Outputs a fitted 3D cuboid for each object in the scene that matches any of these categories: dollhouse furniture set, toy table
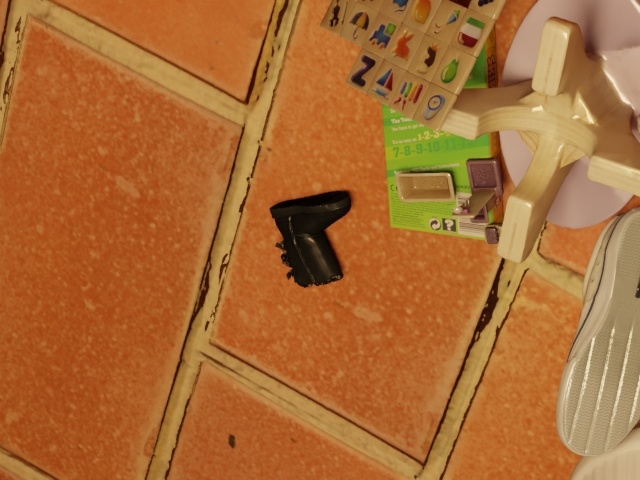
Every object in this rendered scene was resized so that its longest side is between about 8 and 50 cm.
[{"bbox_3d":[0.126,-0.028,1.995,0.114,0.081,0.091,0,115,29],"label":"dollhouse furniture set"},{"bbox_3d":[0.237,-0.113,1.877,0.252,0.161,0.274,10,118,27],"label":"toy table"}]

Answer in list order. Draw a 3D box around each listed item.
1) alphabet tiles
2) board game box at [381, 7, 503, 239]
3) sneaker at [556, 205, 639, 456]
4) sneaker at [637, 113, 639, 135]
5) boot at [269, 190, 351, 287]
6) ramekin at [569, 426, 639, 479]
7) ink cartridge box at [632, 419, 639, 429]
[{"bbox_3d":[0.091,-0.231,1.891,0.237,0.009,0.198,33,99,50],"label":"alphabet tiles"},{"bbox_3d":[0.125,-0.128,2.015,0.124,0.039,0.259,8,121,26],"label":"board game box"},{"bbox_3d":[0.299,0.092,1.935,0.094,0.091,0.258,19,89,-5],"label":"sneaker"},{"bbox_3d":[0.416,-0.179,1.728,0.282,0.099,0.153,-11,110,3],"label":"sneaker"},{"bbox_3d":[0.000,0.000,2.150,0.121,0.045,0.099,-8,107,42],"label":"boot"},{"bbox_3d":[0.380,0.317,1.969,0.273,0.127,0.273,8,138,8],"label":"ramekin"},{"bbox_3d":[0.372,0.160,1.987,0.231,0.078,0.134,-28,98,38],"label":"ink cartridge box"}]
